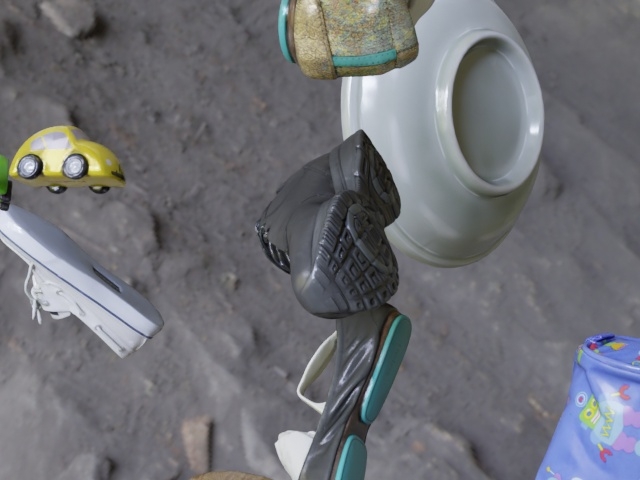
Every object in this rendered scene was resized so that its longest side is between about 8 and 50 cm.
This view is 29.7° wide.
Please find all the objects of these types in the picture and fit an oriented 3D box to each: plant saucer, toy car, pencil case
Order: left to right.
[{"bbox_3d":[-0.305,-0.070,1.085,0.239,0.225,0.053,7,79,-18],"label":"toy car"},{"bbox_3d":[0.195,-0.163,1.583,0.401,0.101,0.400,1,88,-45],"label":"plant saucer"},{"bbox_3d":[0.270,0.238,1.187,0.133,0.306,0.119,24,15,33],"label":"pencil case"}]

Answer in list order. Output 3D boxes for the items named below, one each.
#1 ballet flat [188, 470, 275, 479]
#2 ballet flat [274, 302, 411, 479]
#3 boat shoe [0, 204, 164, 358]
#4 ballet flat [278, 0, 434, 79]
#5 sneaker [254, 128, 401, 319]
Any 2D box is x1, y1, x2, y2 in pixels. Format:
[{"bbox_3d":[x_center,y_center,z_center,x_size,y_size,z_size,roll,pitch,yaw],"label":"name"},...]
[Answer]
[{"bbox_3d":[-0.038,0.365,1.441,0.342,0.116,0.124,16,16,20],"label":"ballet flat"},{"bbox_3d":[0.015,0.193,1.257,0.096,0.095,0.280,9,65,24],"label":"ballet flat"},{"bbox_3d":[-0.468,0.094,2.182,0.367,0.156,0.136,40,10,-26],"label":"boat shoe"},{"bbox_3d":[0.056,-0.268,0.927,0.123,0.123,0.348,24,59,-21],"label":"ballet flat"},{"bbox_3d":[0.000,0.000,1.115,0.109,0.130,0.286,61,18,-17],"label":"sneaker"}]
